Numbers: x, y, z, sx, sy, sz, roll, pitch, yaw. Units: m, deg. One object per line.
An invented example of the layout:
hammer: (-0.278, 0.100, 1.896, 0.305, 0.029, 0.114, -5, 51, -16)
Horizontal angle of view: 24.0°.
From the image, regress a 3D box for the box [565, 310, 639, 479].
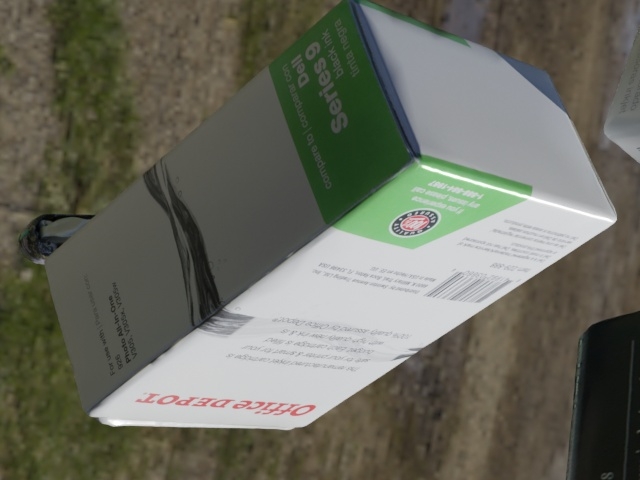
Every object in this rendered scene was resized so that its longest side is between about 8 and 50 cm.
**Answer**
box: (0.343, 0.152, 0.650, 0.293, 0.395, 0.212, 51, 35, -29)

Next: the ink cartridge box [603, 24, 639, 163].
ink cartridge box: (0.342, -0.148, 0.884, 0.129, 0.307, 0.223, 34, 66, -25)

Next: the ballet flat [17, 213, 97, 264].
ballet flat: (-0.152, -0.002, 1.049, 0.041, 0.114, 0.041, 179, -90, -71)

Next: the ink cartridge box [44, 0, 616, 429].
ink cartridge box: (0.000, 0.000, 0.940, 0.211, 0.289, 0.121, 12, 50, -49)
